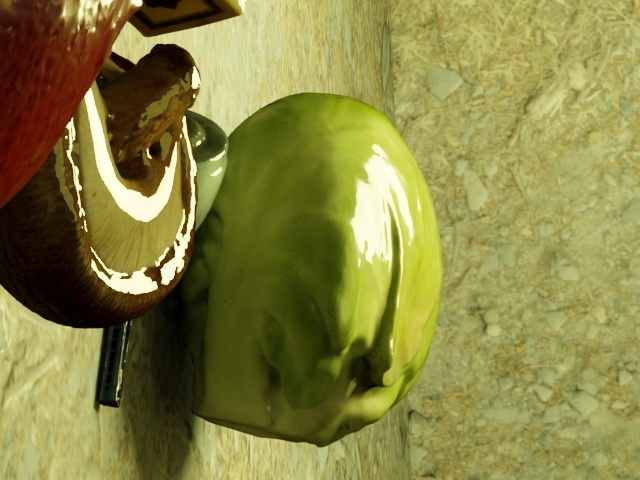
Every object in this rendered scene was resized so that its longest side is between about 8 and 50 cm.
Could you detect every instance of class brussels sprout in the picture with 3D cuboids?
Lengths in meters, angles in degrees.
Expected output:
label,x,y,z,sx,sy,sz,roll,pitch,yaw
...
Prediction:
label,x,y,z,sx,sy,sz,roll,pitch,yaw
brussels sprout,-0.014,0.023,1.644,0.328,0.247,0.328,4,90,-65

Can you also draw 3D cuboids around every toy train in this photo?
label,x,y,z,sx,sy,sz,roll,pitch,yaw
toy train,-0.159,0.088,1.419,0.017,0.017,0.083,75,18,-63

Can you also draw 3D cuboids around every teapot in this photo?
label,x,y,z,sx,sy,sz,roll,pitch,yaw
teapot,-0.141,-0.047,1.376,0.111,0.149,0.108,-15,127,-41

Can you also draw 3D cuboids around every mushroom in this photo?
label,x,y,z,sx,sy,sz,roll,pitch,yaw
mushroom,-0.163,-0.045,1.125,0.231,0.138,0.194,52,51,-56

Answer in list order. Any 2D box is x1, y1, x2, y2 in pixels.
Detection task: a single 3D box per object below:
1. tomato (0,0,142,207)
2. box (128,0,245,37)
label,x,y,z,sx,sy,sz,roll,pitch,yaw
tomato,-0.160,-0.121,0.782,0.309,0.170,0.309,177,-90,-75
box,-0.140,-0.281,1.073,0.301,0.084,0.193,42,48,-49
